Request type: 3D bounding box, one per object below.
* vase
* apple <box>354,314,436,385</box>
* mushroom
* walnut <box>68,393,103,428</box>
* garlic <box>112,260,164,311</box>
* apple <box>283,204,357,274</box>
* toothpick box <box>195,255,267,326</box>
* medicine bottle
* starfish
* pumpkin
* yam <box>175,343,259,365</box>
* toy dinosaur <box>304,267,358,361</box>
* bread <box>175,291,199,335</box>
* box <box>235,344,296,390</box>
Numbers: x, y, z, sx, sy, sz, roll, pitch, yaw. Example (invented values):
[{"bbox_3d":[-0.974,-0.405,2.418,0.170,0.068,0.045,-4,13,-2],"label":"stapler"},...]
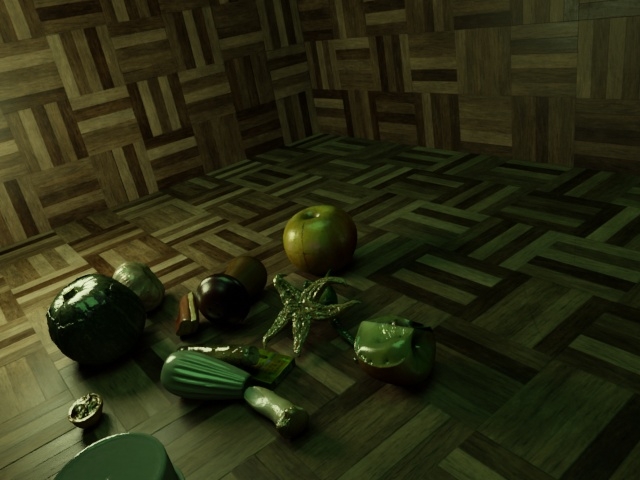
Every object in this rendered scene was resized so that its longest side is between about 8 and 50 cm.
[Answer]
[{"bbox_3d":[-0.311,0.381,1.469,0.248,0.128,0.128,7,29,16],"label":"vase"},{"bbox_3d":[0.199,0.289,1.401,0.188,0.174,0.207,-15,18,43],"label":"apple"},{"bbox_3d":[-0.119,0.429,1.350,0.209,0.071,0.084,15,64,48],"label":"mushroom"},{"bbox_3d":[-0.642,0.478,1.466,0.091,0.052,0.121,-17,23,-10],"label":"walnut"},{"bbox_3d":[-0.708,0.199,1.978,0.212,0.218,0.218,-41,26,4],"label":"garlic"},{"bbox_3d":[0.000,0.000,2.024,0.286,0.233,0.286,-12,26,6],"label":"apple"},{"bbox_3d":[-0.299,0.170,1.844,0.192,0.192,0.294,-1,20,19],"label":"toothpick box"},{"bbox_3d":[-0.328,0.524,0.938,0.245,0.306,0.245,-9,24,4],"label":"medicine bottle"},{"bbox_3d":[-0.049,0.225,1.631,0.299,0.060,0.302,20,65,24],"label":"starfish"},{"bbox_3d":[-0.744,0.257,1.748,0.327,0.257,0.291,1,42,45],"label":"pumpkin"},{"bbox_3d":[-0.309,0.336,1.561,0.317,0.071,0.067,-8,56,34],"label":"yam"},{"bbox_3d":[0.061,0.211,1.722,0.301,0.087,0.447,1,34,25],"label":"toy dinosaur"},{"bbox_3d":[-0.447,0.264,1.796,0.067,0.119,0.192,14,19,-20],"label":"bread"},{"bbox_3d":[-0.184,0.367,1.550,0.193,0.030,0.121,7,29,32],"label":"box"}]
